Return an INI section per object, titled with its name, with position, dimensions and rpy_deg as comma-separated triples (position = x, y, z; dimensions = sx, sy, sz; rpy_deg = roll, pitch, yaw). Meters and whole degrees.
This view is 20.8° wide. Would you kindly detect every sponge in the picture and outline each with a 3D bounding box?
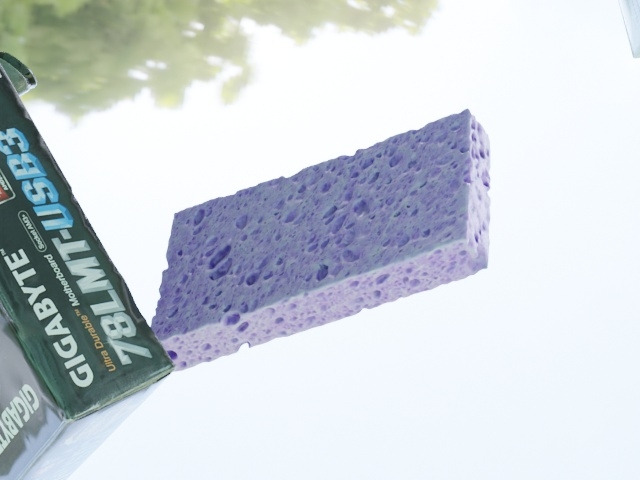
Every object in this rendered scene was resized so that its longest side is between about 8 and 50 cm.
[sponge]
position = 0.000, 0.000, 1.017
dimensions = 0.210, 0.117, 0.031
rpy_deg = -19, -52, 24

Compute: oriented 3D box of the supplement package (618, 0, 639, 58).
[supplement package]
position = 0.282, -0.257, 1.036
dimensions = 0.199, 0.263, 0.198
rpy_deg = -11, -103, -5

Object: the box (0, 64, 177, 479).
[box]
position = -0.217, 0.002, 0.964
dimensions = 0.073, 0.295, 0.293
rpy_deg = -24, -100, -29

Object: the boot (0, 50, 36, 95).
[boot]
position = -0.248, -0.069, 1.187
dimensions = 0.246, 0.083, 0.161
rpy_deg = 18, -121, 39
